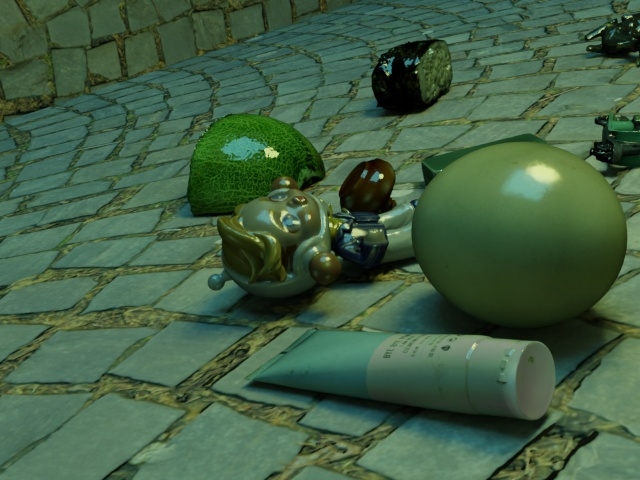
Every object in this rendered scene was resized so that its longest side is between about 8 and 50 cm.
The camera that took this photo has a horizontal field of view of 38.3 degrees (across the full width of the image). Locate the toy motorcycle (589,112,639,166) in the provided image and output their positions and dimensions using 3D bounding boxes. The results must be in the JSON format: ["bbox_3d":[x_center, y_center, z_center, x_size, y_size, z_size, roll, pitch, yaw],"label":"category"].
[{"bbox_3d":[0.450,-0.147,1.351,0.100,0.058,0.173,2,22,18],"label":"toy motorcycle"}]

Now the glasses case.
[{"bbox_3d":[0.252,-0.118,1.406,0.184,0.039,0.078,-14,21,-7],"label":"glasses case"}]

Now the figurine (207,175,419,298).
[{"bbox_3d":[0.000,-0.006,1.153,0.274,0.133,0.194,-21,45,-36],"label":"figurine"}]

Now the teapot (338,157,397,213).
[{"bbox_3d":[0.076,-0.068,1.339,0.098,0.078,0.129,-56,12,-3],"label":"teapot"}]

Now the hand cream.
[{"bbox_3d":[0.067,0.125,0.882,0.312,0.070,0.111,-2,23,45],"label":"hand cream"}]

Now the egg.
[{"bbox_3d":[0.194,-0.007,0.946,0.188,0.189,0.253,-23,17,-27],"label":"egg"}]

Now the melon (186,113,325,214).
[{"bbox_3d":[-0.094,-0.145,1.550,0.169,0.129,0.265,6,26,32],"label":"melon"}]

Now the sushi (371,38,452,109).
[{"bbox_3d":[0.188,-0.347,1.908,0.127,0.124,0.225,0,24,28],"label":"sushi"}]

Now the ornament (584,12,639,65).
[{"bbox_3d":[0.689,-0.419,1.891,0.202,0.080,0.236,-19,19,-9],"label":"ornament"}]
